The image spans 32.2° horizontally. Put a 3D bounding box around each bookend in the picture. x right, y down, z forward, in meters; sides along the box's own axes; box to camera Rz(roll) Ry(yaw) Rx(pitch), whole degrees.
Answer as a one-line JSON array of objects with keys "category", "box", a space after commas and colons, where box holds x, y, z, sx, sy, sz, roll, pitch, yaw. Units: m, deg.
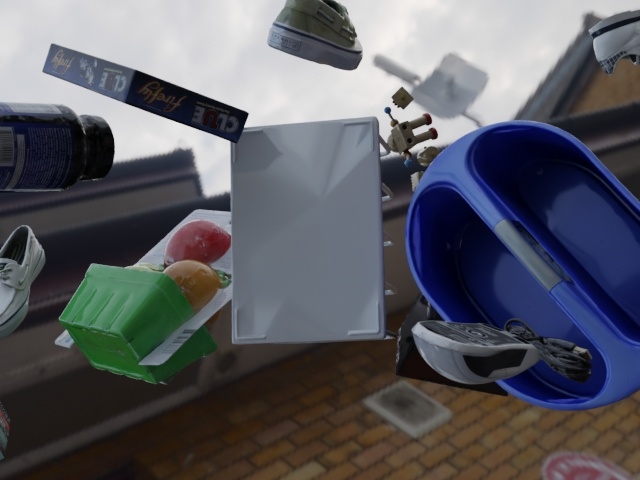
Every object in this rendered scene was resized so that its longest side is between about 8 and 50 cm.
[{"category": "bookend", "box": [0.193, 0.123, 1.434, 0.157, 0.156, 0.072, 109, 170, -53]}]

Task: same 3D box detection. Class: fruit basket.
[{"category": "fruit basket", "box": [-0.211, 0.070, 1.734, 0.353, 0.327, 0.165, -40, -62, -33]}]

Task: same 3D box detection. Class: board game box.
[{"category": "board game box", "box": [-0.222, -0.185, 1.379, 0.165, 0.243, 0.042, 16, -85, -39]}]

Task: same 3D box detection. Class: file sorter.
[{"category": "file sorter", "box": [0.000, 0.000, 1.457, 0.173, 0.193, 0.277, 34, -126, -73]}]

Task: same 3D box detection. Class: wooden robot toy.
[{"category": "wooden robot toy", "box": [0.144, -0.160, 1.809, 0.076, 0.173, 0.079, -19, -4, -22]}]

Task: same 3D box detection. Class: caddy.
[{"category": "caddy", "box": [0.248, 0.028, 1.216, 0.241, 0.341, 0.179, -45, -26, 12]}]

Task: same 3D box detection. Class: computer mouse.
[{"category": "computer mouse", "box": [0.145, 0.098, 0.944, 0.193, 0.106, 0.042, 6, -76, -44]}]

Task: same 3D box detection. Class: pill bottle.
[{"category": "pill bottle", "box": [-0.393, -0.125, 1.490, 0.219, 0.123, 0.122, -4, -60, -45]}]

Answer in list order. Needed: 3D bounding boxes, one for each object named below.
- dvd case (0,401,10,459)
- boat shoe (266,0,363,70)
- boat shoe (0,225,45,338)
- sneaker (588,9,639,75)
[{"category": "dvd case", "box": [-0.477, 0.256, 1.608, 0.013, 0.119, 0.087, -23, -70, -5]}, {"category": "boat shoe", "box": [0.009, -0.323, 1.705, 0.094, 0.109, 0.302, -67, -11, 13]}, {"category": "boat shoe", "box": [-0.501, 0.062, 1.753, 0.226, 0.083, 0.075, -88, -10, -54]}, {"category": "sneaker", "box": [0.582, -0.355, 1.901, 0.235, 0.094, 0.090, -17, -6, 0]}]
